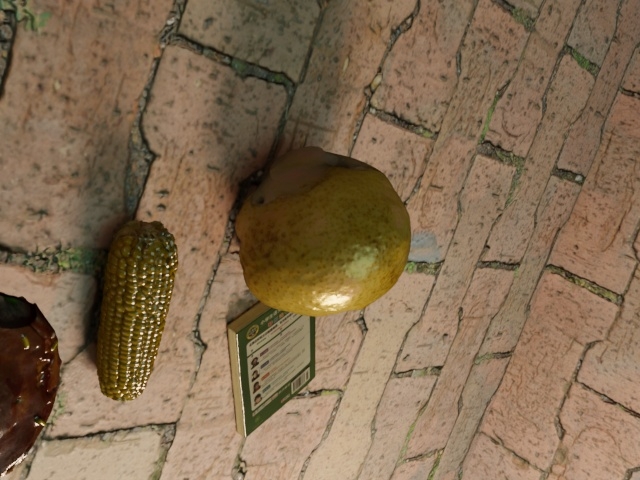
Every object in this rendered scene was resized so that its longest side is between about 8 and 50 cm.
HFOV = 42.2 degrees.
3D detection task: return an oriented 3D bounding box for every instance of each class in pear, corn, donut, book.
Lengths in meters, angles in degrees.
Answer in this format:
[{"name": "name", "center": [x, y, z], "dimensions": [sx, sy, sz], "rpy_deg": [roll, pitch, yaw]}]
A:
[{"name": "pear", "center": [0.000, 0.000, 1.247], "dimensions": [0.271, 0.271, 0.271], "rpy_deg": [-35, 138, -38]}, {"name": "corn", "center": [-0.246, 0.096, 1.097], "dimensions": [0.091, 0.091, 0.260], "rpy_deg": [-50, 156, -62]}, {"name": "donut", "center": [-0.369, 0.141, 0.810], "dimensions": [0.230, 0.096, 0.216], "rpy_deg": [-11, 117, -52]}, {"name": "book", "center": [-0.080, 0.202, 1.477], "dimensions": [0.202, 0.027, 0.264], "rpy_deg": [-35, 139, -37]}]
